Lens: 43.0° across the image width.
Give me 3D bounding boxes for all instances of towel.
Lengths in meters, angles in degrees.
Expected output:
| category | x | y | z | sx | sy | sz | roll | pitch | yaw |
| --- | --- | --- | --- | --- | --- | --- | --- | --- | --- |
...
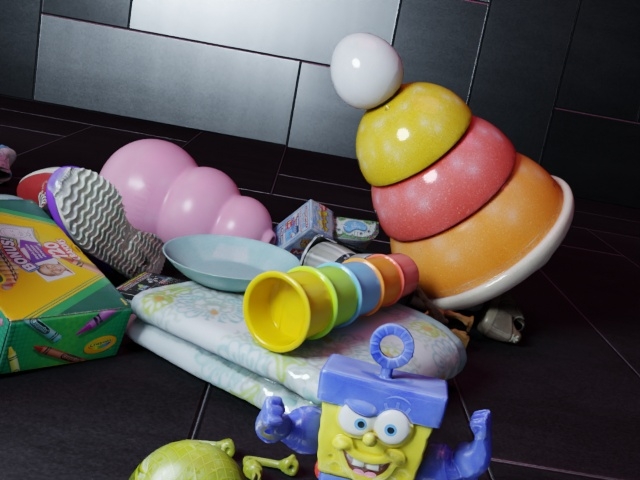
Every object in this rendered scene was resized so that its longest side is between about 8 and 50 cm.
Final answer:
| category | x | y | z | sx | sy | sz | roll | pitch | yaw |
| --- | --- | --- | --- | --- | --- | --- | --- | --- | --- |
| towel | -0.031 | 0.133 | 1.095 | 0.374 | 0.090 | 0.320 | 19 | 19 | 31 |

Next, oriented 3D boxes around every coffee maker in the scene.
| category | x | y | z | sx | sy | sz | roll | pitch | yaw |
| --- | --- | --- | --- | --- | --- | --- | --- | --- | --- |
| coffee maker | 0.077 | 0.062 | 1.335 | 0.171 | 0.120 | 0.178 | -2 | 11 | -32 |

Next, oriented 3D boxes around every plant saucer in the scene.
| category | x | y | z | sx | sy | sz | roll | pitch | yaw |
| --- | --- | --- | --- | --- | --- | --- | --- | --- | --- |
| plant saucer | -0.126 | 0.037 | 1.144 | 0.194 | 0.038 | 0.195 | 8 | 15 | -2 |

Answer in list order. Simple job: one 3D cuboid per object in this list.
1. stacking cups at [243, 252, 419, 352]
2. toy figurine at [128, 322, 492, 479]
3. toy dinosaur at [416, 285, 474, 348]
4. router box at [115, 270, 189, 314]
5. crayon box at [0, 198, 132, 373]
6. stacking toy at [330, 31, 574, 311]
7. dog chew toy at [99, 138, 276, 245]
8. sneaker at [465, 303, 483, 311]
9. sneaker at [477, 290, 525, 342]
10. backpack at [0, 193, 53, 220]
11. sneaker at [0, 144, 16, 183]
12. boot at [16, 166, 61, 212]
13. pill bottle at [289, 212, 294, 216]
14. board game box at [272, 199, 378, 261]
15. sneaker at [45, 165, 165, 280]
| category | x | y | z | sx | sy | sz | roll | pitch | yaw |
| --- | --- | --- | --- | --- | --- | --- | --- | --- | --- |
| stacking cups | 0.027 | 0.061 | 1.052 | 0.096 | 0.096 | 0.316 | 18 | 16 | 27 |
| toy figurine | 0.022 | 0.164 | 0.727 | 0.362 | 0.217 | 0.191 | 13 | 14 | 10 |
| toy dinosaur | 0.184 | 0.127 | 1.281 | 0.112 | 0.064 | 0.211 | 18 | -15 | 7 |
| router box | -0.247 | 0.085 | 1.212 | 0.092 | 0.038 | 0.122 | 13 | 14 | 9 |
| crayon box | -0.389 | 0.047 | 1.035 | 0.165 | 0.081 | 0.278 | -3 | 34 | -49 |
| stacking toy | 0.176 | -0.150 | 1.385 | 0.480 | 0.350 | 0.350 | 53 | 1 | -19 |
| dog chew toy | -0.237 | -0.052 | 1.467 | 0.331 | 0.207 | 0.206 | 23 | 16 | 13 |
| sneaker | 0.232 | 0.090 | 1.519 | 0.061 | 0.054 | 0.152 | -4 | 20 | -37 |
| sneaker | 0.321 | 0.135 | 1.419 | 0.071 | 0.066 | 0.188 | 30 | 23 | 10 |
| backpack | -0.512 | -0.010 | 1.243 | 0.181 | 0.115 | 0.152 | 6 | 17 | -7 |
| sneaker | -0.715 | -0.157 | 1.801 | 0.082 | 0.071 | 0.191 | 18 | 23 | 3 |
| boot | -0.526 | -0.069 | 1.550 | 0.244 | 0.088 | 0.176 | 5 | 28 | 27 |
| pill bottle | -0.017 | -0.004 | 1.640 | 0.086 | 0.086 | 0.152 | 6 | 14 | -18 |
| board game box | 0.000 | 0.000 | 1.464 | 0.194 | 0.060 | 0.194 | 7 | -26 | -17 |
| sneaker | -0.361 | -0.020 | 1.238 | 0.146 | 0.102 | 0.293 | 15 | -23 | 22 |
